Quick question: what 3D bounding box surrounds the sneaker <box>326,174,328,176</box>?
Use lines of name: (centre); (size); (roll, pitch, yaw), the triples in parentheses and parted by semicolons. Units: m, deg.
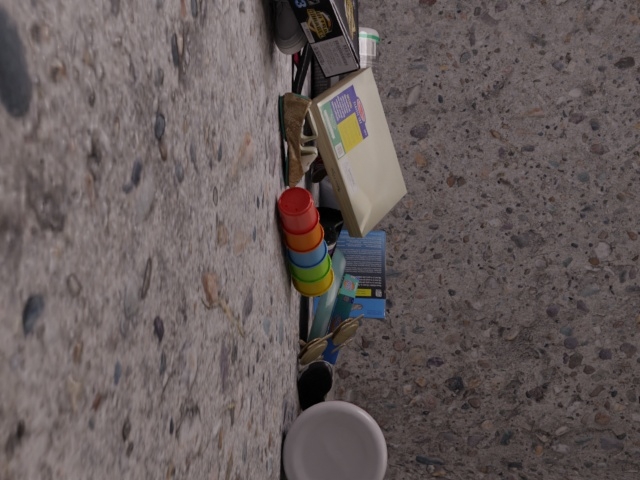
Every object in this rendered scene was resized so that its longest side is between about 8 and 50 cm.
sneaker: (0.064, -0.340, 2.330); (0.099, 0.121, 0.263); (86, 6, -53)

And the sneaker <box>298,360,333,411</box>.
sneaker: (-0.015, 0.357, 1.562); (0.235, 0.084, 0.097); (102, -2, -46)

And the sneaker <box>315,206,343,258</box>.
sneaker: (0.000, 0.000, 1.725); (0.283, 0.107, 0.124); (-66, 167, -63)

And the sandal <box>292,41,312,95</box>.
sandal: (-0.045, -0.399, 1.329); (0.067, 0.040, 0.179); (9, 96, -81)

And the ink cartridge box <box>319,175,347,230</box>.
ink cartridge box: (0.079, -0.095, 2.232); (0.223, 0.045, 0.224); (41, -35, 38)

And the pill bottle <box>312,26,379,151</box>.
pill bottle: (0.076, -0.450, 1.859); (0.204, 0.204, 0.361); (-68, 159, -80)

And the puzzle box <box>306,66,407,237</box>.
puzzle box: (0.112, -0.249, 1.725); (0.272, 0.052, 0.409); (-43, 123, -39)

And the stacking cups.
stacking cups: (-0.028, 0.000, 1.213); (0.316, 0.096, 0.096); (82, 9, -57)

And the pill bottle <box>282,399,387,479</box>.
pill bottle: (0.036, 0.463, 1.355); (0.363, 0.210, 0.210); (79, 12, -75)

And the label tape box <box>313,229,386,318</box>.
label tape box: (0.100, 0.129, 2.067); (0.106, 0.240, 0.334); (88, 5, -59)

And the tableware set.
tableware set: (0.016, 0.249, 1.542); (0.039, 0.194, 0.128); (47, -37, 25)

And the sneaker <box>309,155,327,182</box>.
sneaker: (-0.014, -0.216, 1.842); (0.118, 0.067, 0.042); (-44, 147, -40)

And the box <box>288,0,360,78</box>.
box: (-0.009, -0.470, 0.982); (0.293, 0.073, 0.296); (59, 27, -52)

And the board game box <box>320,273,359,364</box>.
board game box: (0.056, 0.218, 1.712); (0.160, 0.047, 0.210); (-61, 167, -73)

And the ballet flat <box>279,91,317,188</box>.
ballet flat: (-0.038, -0.185, 1.169); (0.073, 0.067, 0.206); (-87, 176, -46)

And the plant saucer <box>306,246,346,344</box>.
plant saucer: (0.018, 0.176, 1.675); (0.317, 0.043, 0.318); (16, 90, -86)

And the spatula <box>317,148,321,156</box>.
spatula: (0.076, -0.241, 2.158); (0.296, 0.084, 0.030); (39, 29, -46)

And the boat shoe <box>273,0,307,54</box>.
boat shoe: (-0.052, -0.397, 1.014); (0.063, 0.066, 0.184); (47, 46, -59)
